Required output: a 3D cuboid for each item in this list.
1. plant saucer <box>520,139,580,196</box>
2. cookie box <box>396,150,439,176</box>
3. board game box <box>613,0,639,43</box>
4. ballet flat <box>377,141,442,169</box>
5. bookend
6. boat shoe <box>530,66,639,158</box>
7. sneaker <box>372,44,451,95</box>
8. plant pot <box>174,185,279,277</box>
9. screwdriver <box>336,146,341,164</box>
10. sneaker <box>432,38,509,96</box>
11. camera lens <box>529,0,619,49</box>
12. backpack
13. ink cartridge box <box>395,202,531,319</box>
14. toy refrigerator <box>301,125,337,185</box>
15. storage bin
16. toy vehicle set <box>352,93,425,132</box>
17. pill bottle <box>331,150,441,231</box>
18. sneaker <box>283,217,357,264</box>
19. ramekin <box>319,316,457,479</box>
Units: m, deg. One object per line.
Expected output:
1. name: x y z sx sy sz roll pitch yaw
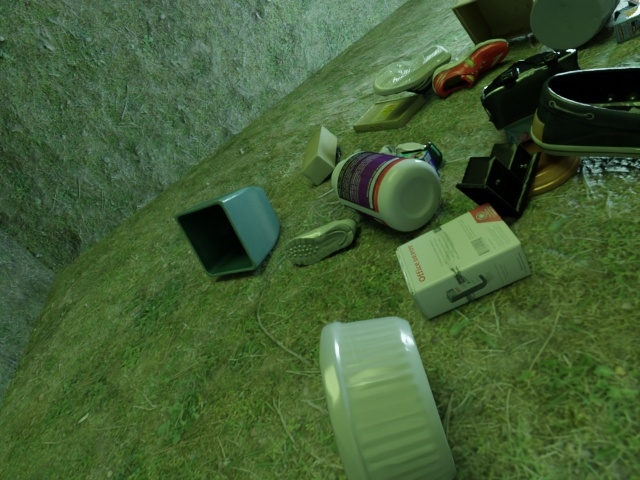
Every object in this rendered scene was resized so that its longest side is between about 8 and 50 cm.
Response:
1. plant saucer: 0.495 -0.179 0.995 0.200 0.037 0.200 -26 32 18
2. cookie box: 0.271 -0.203 1.207 0.107 0.092 0.040 1 44 47
3. board game box: 0.913 -0.641 1.182 0.194 0.060 0.194 -21 33 23
4. ballet flat: 0.241 -0.254 1.306 0.280 0.096 0.095 -5 43 43
5. bookend: 0.383 -0.151 0.903 0.072 0.156 0.157 13 80 53
6. boat shoe: 0.656 -0.252 0.769 0.500 0.156 0.187 8 53 35
7. sneaker: 0.348 -0.607 1.619 0.350 0.148 0.131 -28 66 -16
8. plant pot: -0.284 -0.055 1.447 0.247 0.248 0.252 -12 22 37
9. screwdriver: 0.070 -0.317 1.656 0.025 0.024 0.170 -52 24 39
10. sneaker: 0.539 -0.600 1.505 0.279 0.107 0.118 -25 48 28
11. camera lens: 0.795 -0.748 1.295 0.219 0.219 0.274 8 52 51
12. backpack: 0.526 -0.364 1.055 0.225 0.191 0.253 -24 20 24
13. ink cartridge box: 0.279 0.041 0.858 0.218 0.092 0.158 -26 31 14
14. toy refrigerator: 0.001 -0.336 1.665 0.102 0.094 0.269 -42 24 30
15. storage bin: 0.658 -0.813 1.500 0.262 0.260 0.123 8 69 51
16. toy vehicle set: 0.268 -0.504 1.688 0.166 0.035 0.267 -48 32 -19
17. pill bottle: 0.160 -0.146 1.153 0.181 0.181 0.323 -42 31 -10
18. sneaker: 0.000 0.000 1.233 0.235 0.090 0.095 -18 22 24
19. ramekin: 0.101 0.236 0.615 0.127 0.273 0.273 -18 33 7
